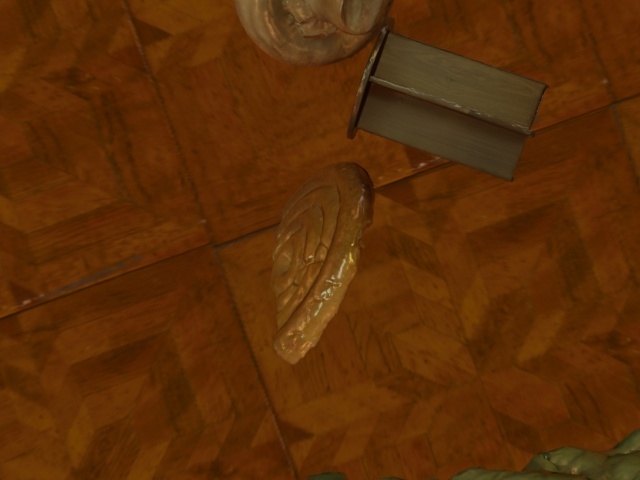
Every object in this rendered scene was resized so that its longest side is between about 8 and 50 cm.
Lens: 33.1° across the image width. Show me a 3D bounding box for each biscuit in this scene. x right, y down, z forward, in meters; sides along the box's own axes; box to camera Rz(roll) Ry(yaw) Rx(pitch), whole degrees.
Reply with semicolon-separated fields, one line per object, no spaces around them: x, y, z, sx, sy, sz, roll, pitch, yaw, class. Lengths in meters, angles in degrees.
-0.001;-0.001;0.994;0.033;0.224;0.144;27;126;-21;biscuit

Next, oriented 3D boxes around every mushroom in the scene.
0.009;-0.290;1.242;0.207;0.215;0.207;-12;121;-21;mushroom

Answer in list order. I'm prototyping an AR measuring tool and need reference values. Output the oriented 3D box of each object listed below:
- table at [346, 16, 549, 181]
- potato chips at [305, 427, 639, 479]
0.167;-0.175;1.400;0.226;0.167;0.167;20;93;4;table
0.162;0.182;0.475;0.373;0.389;0.097;-5;113;-13;potato chips
